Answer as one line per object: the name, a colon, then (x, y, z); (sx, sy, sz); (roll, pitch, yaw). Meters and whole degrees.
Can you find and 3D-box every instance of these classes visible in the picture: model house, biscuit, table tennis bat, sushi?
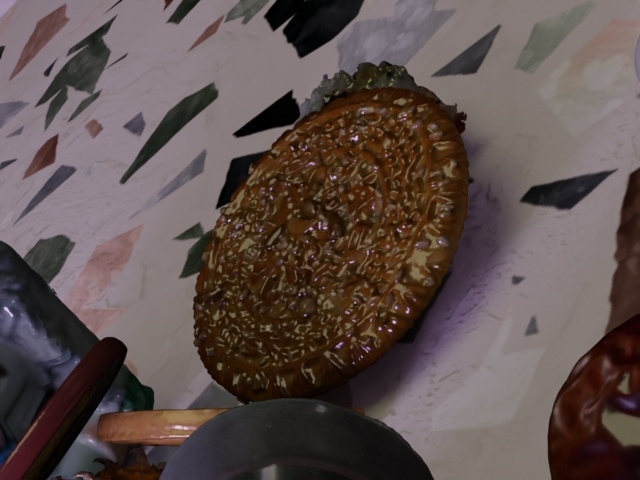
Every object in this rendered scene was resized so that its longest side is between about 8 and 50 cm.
model house: (-0.327, 0.203, 1.666); (0.194, 0.267, 0.325); (-13, 39, 41)
biscuit: (0.000, 0.000, 1.607); (0.305, 0.038, 0.305); (-29, 42, 31)
biscuit: (-0.073, 0.147, 1.517); (0.221, 0.142, 0.029); (-2, 83, 10)
table tennis bat: (-0.252, 0.204, 1.536); (0.310, 0.038, 0.200); (-56, -2, -10)
sushi: (0.050, -0.108, 1.750); (0.226, 0.103, 0.097); (-7, 30, 50)

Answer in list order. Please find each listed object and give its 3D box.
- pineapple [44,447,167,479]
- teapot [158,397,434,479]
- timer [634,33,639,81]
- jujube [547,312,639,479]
pineapple: (-0.161, 0.213, 1.572); (0.250, 0.140, 0.164); (-26, 31, 42)
teapot: (0.003, 0.260, 1.163); (0.300, 0.253, 0.344); (-15, 28, 8)
timer: (0.363, -0.186, 1.403); (0.262, 0.087, 0.237); (-54, 28, -16)
jujube: (0.251, 0.112, 1.062); (0.243, 0.183, 0.183); (-18, 38, 42)
